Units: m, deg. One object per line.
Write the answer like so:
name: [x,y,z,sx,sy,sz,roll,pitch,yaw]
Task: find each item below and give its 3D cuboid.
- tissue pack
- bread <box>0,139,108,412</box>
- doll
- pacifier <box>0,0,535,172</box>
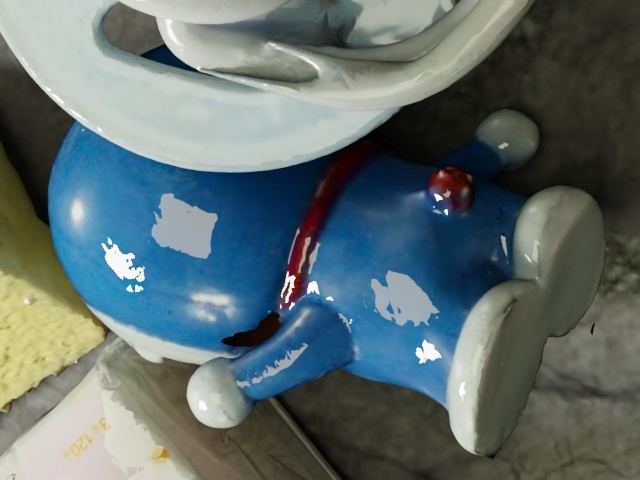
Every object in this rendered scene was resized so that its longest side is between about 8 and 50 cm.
tissue pack: [-0.106,0.176,0.945,0.225,0.124,0.185,-42,89,25]
bread: [-0.261,0.043,0.985,0.266,0.142,0.178,-33,75,23]
doll: [0.000,0.000,0.839,0.257,0.215,0.161,25,142,23]
pacifier: [-0.012,-0.182,0.758,0.244,0.233,0.299,15,110,2]
